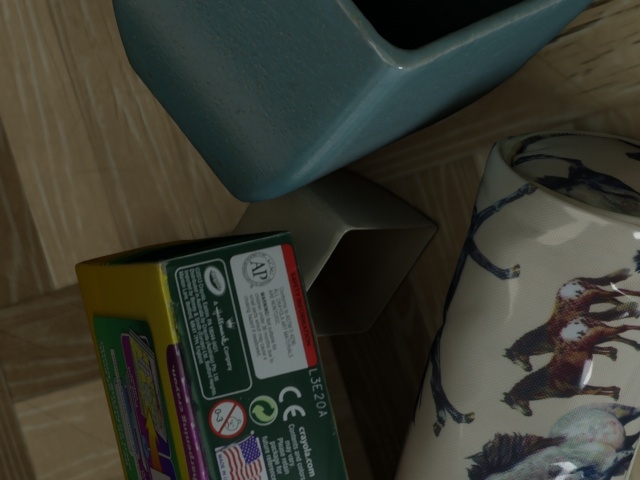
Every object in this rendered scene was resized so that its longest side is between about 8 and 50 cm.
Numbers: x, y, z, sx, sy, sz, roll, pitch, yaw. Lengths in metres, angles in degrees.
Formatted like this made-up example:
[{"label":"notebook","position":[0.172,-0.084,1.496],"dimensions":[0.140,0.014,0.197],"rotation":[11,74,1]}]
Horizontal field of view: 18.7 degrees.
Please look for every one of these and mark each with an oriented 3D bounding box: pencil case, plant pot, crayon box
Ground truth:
[{"label":"pencil case","position":[0.155,0.123,1.340],"dimensions":[0.183,0.160,0.410],"rotation":[15,108,1]},{"label":"plant pot","position":[0.000,0.000,1.447],"dimensions":[0.096,0.109,0.109],"rotation":[49,120,29]},{"label":"crayon box","position":[-0.067,0.180,1.415],"dimensions":[0.313,0.106,0.363],"rotation":[177,80,-74]},{"label":"plant pot","position":[0.002,-0.166,1.337],"dimensions":[0.247,0.248,0.252],"rotation":[51,138,13]}]
